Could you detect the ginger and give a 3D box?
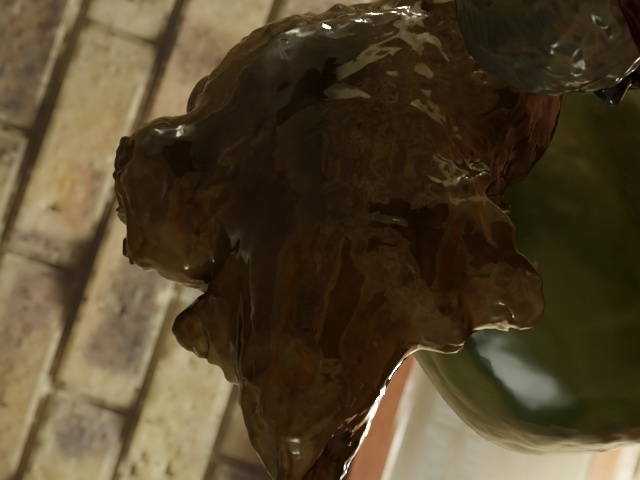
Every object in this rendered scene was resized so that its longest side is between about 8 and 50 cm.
[{"bbox_3d":[0.000,0.000,0.800,0.123,0.218,0.270,79,25,-47],"label":"ginger"}]

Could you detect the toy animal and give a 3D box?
[{"bbox_3d":[0.099,-0.118,0.664,0.098,0.098,0.137,138,-47,-68],"label":"toy animal"}]

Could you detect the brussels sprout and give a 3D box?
[{"bbox_3d":[0.148,-0.011,1.071,0.328,0.247,0.328,-14,90,-81],"label":"brussels sprout"}]

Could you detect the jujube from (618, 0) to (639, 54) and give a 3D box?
[{"bbox_3d":[0.165,-0.084,0.518,0.168,0.236,0.168,-50,179,-2],"label":"jujube"}]
